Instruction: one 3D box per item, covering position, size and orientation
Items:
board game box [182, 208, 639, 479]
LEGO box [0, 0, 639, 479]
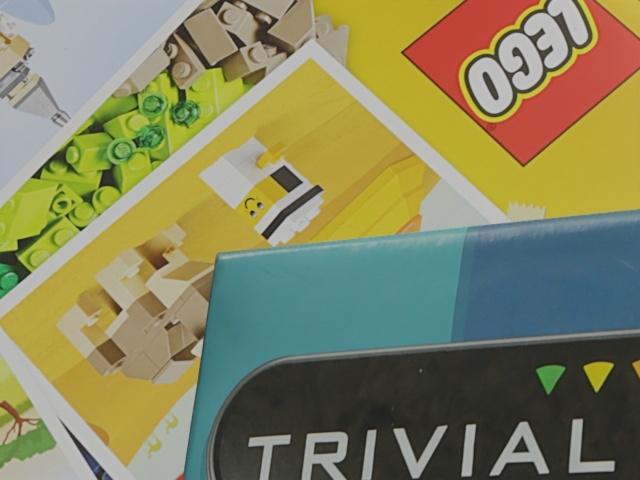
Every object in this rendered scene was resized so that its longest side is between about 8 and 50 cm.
[{"bbox_3d":[0.078,0.158,0.383,0.079,0.253,0.336,37,53,-52],"label":"board game box"},{"bbox_3d":[-0.119,0.040,0.763,0.500,0.372,0.193,-40,156,-10],"label":"LEGO box"}]
